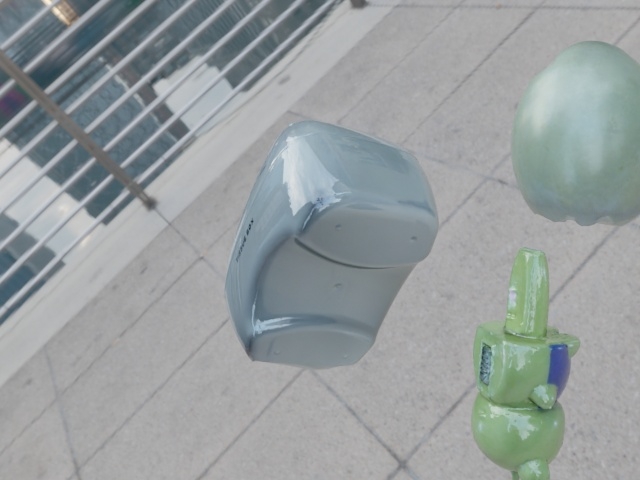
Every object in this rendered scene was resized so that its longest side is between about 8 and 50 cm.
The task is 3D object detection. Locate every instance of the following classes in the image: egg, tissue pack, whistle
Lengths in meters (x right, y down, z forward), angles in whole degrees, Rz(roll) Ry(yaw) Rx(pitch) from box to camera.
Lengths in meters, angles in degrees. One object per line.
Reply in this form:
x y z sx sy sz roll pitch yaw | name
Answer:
0.328 -0.131 0.778 0.183 0.217 0.183 1 13 0 | egg
0.000 0.000 0.892 0.236 0.230 0.333 -109 36 -47 | tissue pack
0.190 0.120 0.601 0.105 0.085 0.227 -151 64 -76 | whistle
